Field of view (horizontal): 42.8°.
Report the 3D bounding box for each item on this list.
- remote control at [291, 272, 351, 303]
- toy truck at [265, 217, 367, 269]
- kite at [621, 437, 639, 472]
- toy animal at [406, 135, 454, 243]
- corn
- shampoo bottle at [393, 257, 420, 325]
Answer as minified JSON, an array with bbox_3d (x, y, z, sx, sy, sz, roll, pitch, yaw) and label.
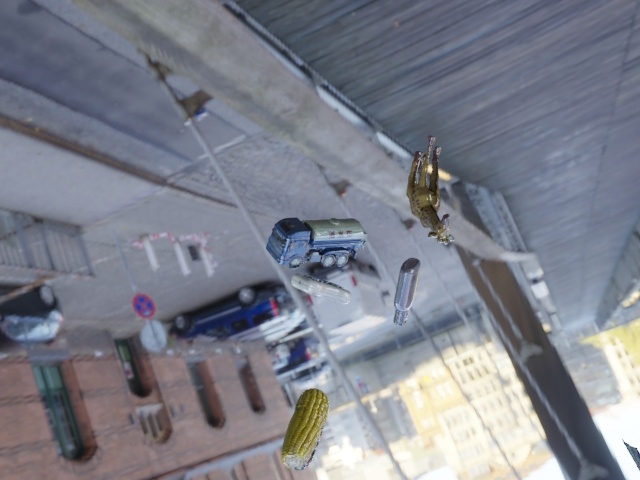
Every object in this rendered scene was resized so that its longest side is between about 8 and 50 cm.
[{"bbox_3d":[0.002,0.094,1.606,0.122,0.032,0.074,19,-178,-42],"label":"remote control"},{"bbox_3d":[0.000,0.000,1.566,0.201,0.074,0.088,-3,126,-35],"label":"toy truck"},{"bbox_3d":[0.612,0.420,1.450,0.010,0.190,0.159,-33,135,-25],"label":"kite"},{"bbox_3d":[0.197,-0.074,1.475,0.054,0.275,0.149,11,137,-9],"label":"toy animal"},{"bbox_3d":[-0.029,0.365,1.587,0.072,0.072,0.203,-27,-163,24],"label":"corn"},{"bbox_3d":[0.200,0.124,1.923,0.080,0.040,0.165,-40,145,-54],"label":"shampoo bottle"}]
